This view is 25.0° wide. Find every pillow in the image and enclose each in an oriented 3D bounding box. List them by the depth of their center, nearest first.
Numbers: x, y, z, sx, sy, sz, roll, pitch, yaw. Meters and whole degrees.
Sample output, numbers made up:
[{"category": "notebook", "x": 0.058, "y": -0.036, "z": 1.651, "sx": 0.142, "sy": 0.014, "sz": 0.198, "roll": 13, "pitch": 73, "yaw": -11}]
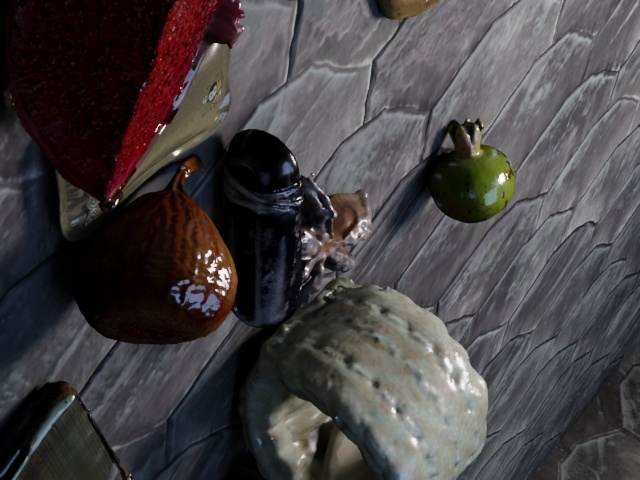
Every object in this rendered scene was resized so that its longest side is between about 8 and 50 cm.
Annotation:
[{"category": "pillow", "x": -0.146, "y": -0.092, "z": 1.223, "sx": 0.217, "sy": 0.033, "sz": 0.130, "roll": -43, "pitch": 154, "yaw": -35}]

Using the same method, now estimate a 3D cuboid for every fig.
[{"category": "fig", "x": -0.132, "y": -0.007, "z": 1.272, "sx": 0.134, "sy": 0.146, "sz": 0.201, "roll": 48, "pitch": 51, "yaw": -49}]

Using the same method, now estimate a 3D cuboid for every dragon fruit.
[{"category": "dragon fruit", "x": -0.138, "y": -0.166, "z": 1.041, "sx": 0.161, "sy": 0.126, "sz": 0.274, "roll": -49, "pitch": 169, "yaw": -48}]

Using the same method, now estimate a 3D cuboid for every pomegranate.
[{"category": "pomegranate", "x": 0.196, "y": -0.092, "z": 1.897, "sx": 0.114, "sy": 0.114, "sz": 0.142, "roll": -39, "pitch": 128, "yaw": -40}]

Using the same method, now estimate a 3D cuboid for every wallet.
[{"category": "wallet", "x": -0.264, "y": 0.263, "z": 1.434, "sx": 0.169, "sy": 0.044, "sz": 0.317, "roll": -55, "pitch": 160, "yaw": -20}]

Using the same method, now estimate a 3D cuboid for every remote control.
[{"category": "remote control", "x": -0.064, "y": -0.004, "z": 1.447, "sx": 0.266, "sy": 0.090, "sz": 0.066, "roll": 91, "pitch": 20, "yaw": -51}]

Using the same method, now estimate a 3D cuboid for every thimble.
[{"category": "thimble", "x": 0.043, "y": 0.204, "z": 1.734, "sx": 0.195, "sy": 0.291, "sz": 0.291, "roll": -41, "pitch": 153, "yaw": -36}]

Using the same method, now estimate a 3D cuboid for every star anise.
[{"category": "star anise", "x": -0.009, "y": 0.014, "z": 1.629, "sx": 0.172, "sy": 0.063, "sz": 0.208, "roll": -59, "pitch": 159, "yaw": 7}]

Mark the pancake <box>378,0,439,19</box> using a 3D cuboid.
[{"category": "pancake", "x": 0.133, "y": -0.336, "z": 1.515, "sx": 0.235, "sy": 0.029, "sz": 0.212, "roll": -62, "pitch": 160, "yaw": 15}]

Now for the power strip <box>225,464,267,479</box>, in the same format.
[{"category": "power strip", "x": -0.038, "y": 0.325, "z": 1.947, "sx": 0.229, "sy": 0.141, "sz": 0.261, "roll": -64, "pitch": 172, "yaw": 17}]
